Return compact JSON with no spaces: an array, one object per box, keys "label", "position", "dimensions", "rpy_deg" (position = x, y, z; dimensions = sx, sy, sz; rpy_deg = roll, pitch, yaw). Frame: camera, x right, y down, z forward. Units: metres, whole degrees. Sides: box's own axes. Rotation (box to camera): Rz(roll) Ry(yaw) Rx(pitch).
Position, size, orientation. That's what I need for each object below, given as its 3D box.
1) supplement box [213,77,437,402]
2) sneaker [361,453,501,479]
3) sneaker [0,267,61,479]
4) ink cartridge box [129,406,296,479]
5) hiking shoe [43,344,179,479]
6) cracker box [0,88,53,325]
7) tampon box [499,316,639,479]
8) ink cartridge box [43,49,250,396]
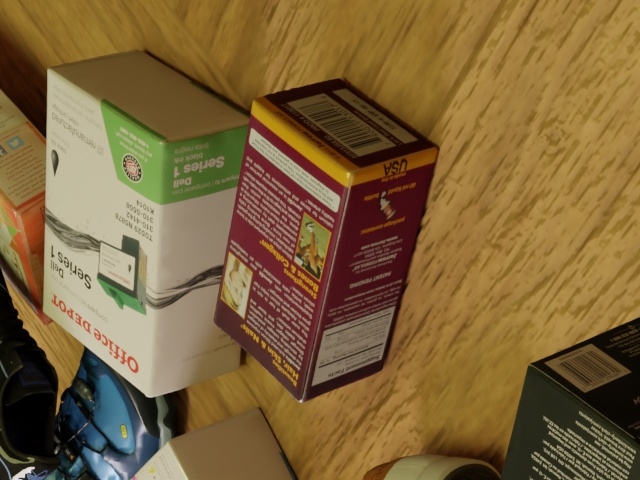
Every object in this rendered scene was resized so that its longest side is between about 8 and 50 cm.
[{"label":"supplement box","position":[0.000,0.000,1.200],"dimensions":[0.104,0.081,0.188],"rpy_deg":[39,132,36]},{"label":"sneaker","position":[0.080,0.287,1.206],"dimensions":[0.123,0.106,0.290],"rpy_deg":[-2,91,55]},{"label":"sneaker","position":[-0.261,0.094,1.449],"dimensions":[0.090,0.081,0.232],"rpy_deg":[-24,71,35]},{"label":"ink cartridge box","position":[-0.093,0.211,1.393],"dimensions":[0.092,0.090,0.143],"rpy_deg":[61,141,15]},{"label":"hiking shoe","position":[-0.208,0.203,1.501],"dimensions":[0.113,0.132,0.304],"rpy_deg":[44,134,33]},{"label":"cracker box","position":[-0.280,-0.059,1.508],"dimensions":[0.232,0.067,0.155],"rpy_deg":[45,156,31]},{"label":"tampon box","position":[0.175,0.142,1.001],"dimensions":[0.101,0.120,0.161],"rpy_deg":[38,131,37]},{"label":"ink cartridge box","position":[-0.134,-0.013,1.355],"dimensions":[0.160,0.093,0.219],"rpy_deg":[32,127,42]}]
